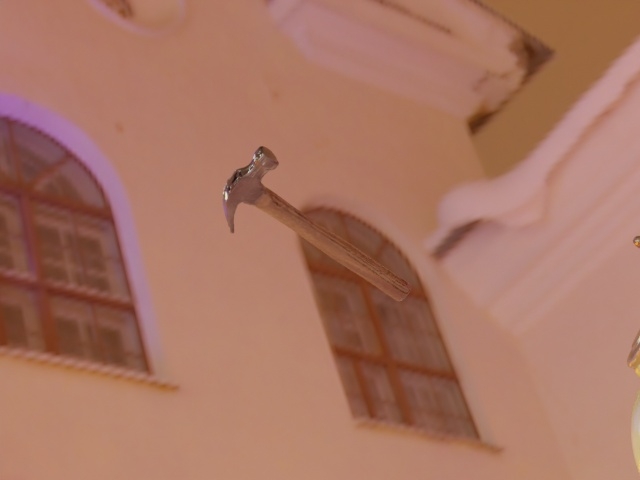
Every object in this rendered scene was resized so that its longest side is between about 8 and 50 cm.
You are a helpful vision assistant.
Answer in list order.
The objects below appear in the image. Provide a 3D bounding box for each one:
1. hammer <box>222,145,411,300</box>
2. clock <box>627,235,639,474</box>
[{"bbox_3d":[0.000,0.000,1.147,0.062,0.017,0.182,-45,-55,15],"label":"hammer"},{"bbox_3d":[0.189,0.069,0.577,0.170,0.232,0.069,12,-54,-14],"label":"clock"}]
